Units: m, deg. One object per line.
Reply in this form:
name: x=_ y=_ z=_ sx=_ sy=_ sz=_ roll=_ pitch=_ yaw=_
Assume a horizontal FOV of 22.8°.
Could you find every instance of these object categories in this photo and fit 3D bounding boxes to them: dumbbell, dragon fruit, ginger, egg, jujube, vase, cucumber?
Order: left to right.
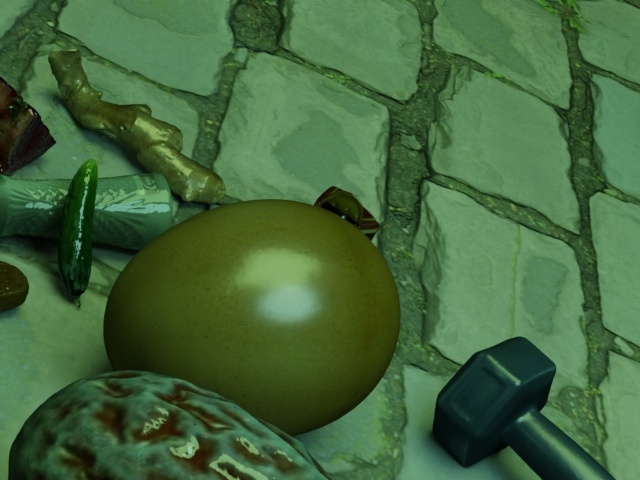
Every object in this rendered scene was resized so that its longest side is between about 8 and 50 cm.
dragon fruit: x=-0.382 y=-0.131 z=1.868 sx=0.102 sy=0.096 sz=0.147 roll=46 pitch=-8 yaw=20
vase: x=-0.286 y=-0.036 z=1.808 sx=0.219 sy=0.096 sz=0.096 roll=2 pitch=40 yaw=-32
cucumber: x=-0.268 y=-0.009 z=1.748 sx=0.039 sy=0.168 sz=0.039 roll=5 pitch=-6 yaw=1
ginger: x=-0.236 y=-0.144 z=2.025 sx=0.288 sy=0.075 sz=0.089 roll=41 pitch=55 yaw=11
jujube: x=-0.124 y=0.234 z=1.378 sx=0.308 sy=0.215 sz=0.246 roll=25 pitch=6 yaw=8
egg: x=-0.069 y=0.082 z=1.647 sx=0.322 sy=0.250 sz=0.250 roll=-2 pitch=42 yaw=-32
dumbbell: x=0.278 y=0.258 z=1.770 sx=0.325 sy=0.144 sz=0.160 roll=44 pitch=36 yaw=22

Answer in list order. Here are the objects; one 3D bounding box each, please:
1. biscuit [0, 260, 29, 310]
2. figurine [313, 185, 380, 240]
biscuit: x=-0.420 y=0.043 z=1.632 sx=0.236 sy=0.039 sz=0.180 roll=-11 pitch=50 yaw=-46
figurine: x=0.001 y=0.000 z=1.919 sx=0.082 sy=0.154 sz=0.098 roll=43 pitch=37 yaw=22
